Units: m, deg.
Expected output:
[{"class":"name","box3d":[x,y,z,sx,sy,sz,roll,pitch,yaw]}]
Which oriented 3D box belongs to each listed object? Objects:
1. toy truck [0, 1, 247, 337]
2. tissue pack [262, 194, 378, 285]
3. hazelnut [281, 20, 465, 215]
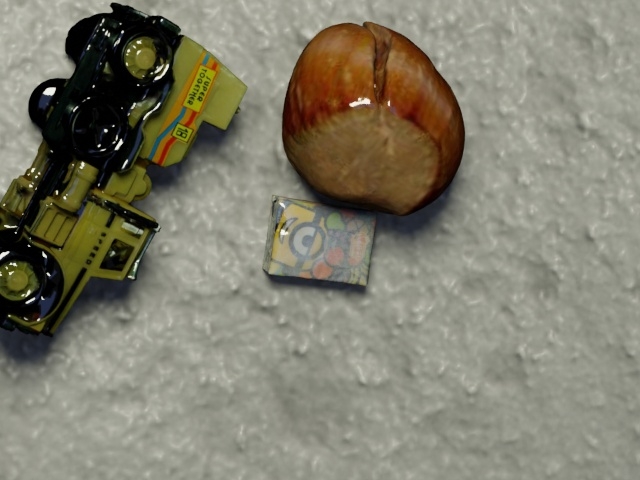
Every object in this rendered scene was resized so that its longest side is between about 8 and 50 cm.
[{"class":"toy truck","box3d":[-0.171,-0.046,1.451,0.127,0.127,0.257,33,87,-27]},{"class":"tissue pack","box3d":[0.000,0.000,1.531,0.083,0.035,0.063,7,92,-12]},{"class":"hazelnut","box3d":[0.042,-0.095,1.494,0.154,0.143,0.143,34,86,-20]}]
